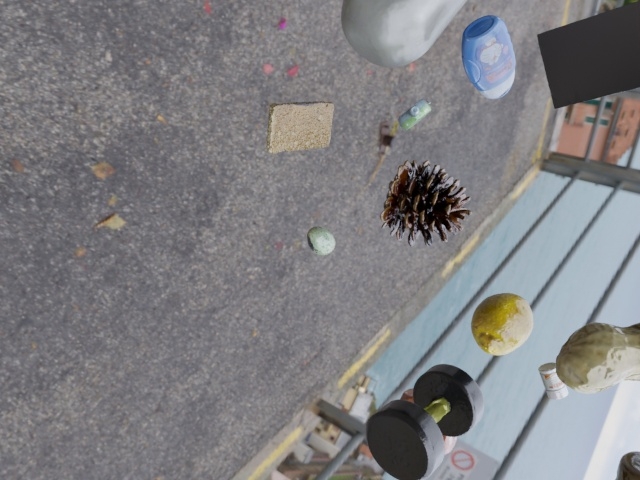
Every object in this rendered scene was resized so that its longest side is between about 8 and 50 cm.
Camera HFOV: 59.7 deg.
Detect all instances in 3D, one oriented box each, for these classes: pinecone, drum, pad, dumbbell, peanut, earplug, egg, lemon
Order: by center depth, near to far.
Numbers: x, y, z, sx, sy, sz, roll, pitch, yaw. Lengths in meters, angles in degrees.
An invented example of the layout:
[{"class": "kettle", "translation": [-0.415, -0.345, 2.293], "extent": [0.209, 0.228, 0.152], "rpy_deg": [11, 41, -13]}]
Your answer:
[{"class": "peanut", "translation": [0.545, 0.201, 1.014], "extent": [0.257, 0.123, 0.123], "rpy_deg": [-10, 123, -14]}, {"class": "pad", "translation": [0.703, -0.454, 1.360], "extent": [0.005, 0.300, 0.202], "rpy_deg": [-38, 112, -49]}, {"class": "dumbbell", "translation": [0.292, 0.488, 1.522], "extent": [0.323, 0.204, 0.203], "rpy_deg": [-20, 124, -48]}, {"class": "pinecone", "translation": [0.300, -0.098, 1.594], "extent": [0.264, 0.264, 0.264], "rpy_deg": [-34, 134, -44]}, {"class": "lemon", "translation": [0.529, 0.242, 1.628], "extent": [0.207, 0.170, 0.169], "rpy_deg": [-24, 128, -40]}, {"class": "earplug", "translation": [0.246, -0.705, 1.629], "extent": [0.394, 0.313, 0.313], "rpy_deg": [-54, 148, 1]}, {"class": "egg", "translation": [0.000, 0.000, 1.773], "extent": [0.110, 0.085, 0.085], "rpy_deg": [41, 72, -43]}, {"class": "drum", "translation": [0.292, -0.405, 1.825], "extent": [0.130, 0.049, 0.253], "rpy_deg": [-37, -179, 28]}]

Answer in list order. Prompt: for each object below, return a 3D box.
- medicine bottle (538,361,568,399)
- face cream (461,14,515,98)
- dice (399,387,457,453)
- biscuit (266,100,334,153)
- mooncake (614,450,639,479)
[{"class": "medicine bottle", "translation": [0.648, 0.390, 1.552], "extent": [0.057, 0.057, 0.089], "rpy_deg": [-24, 95, -50]}, {"class": "face cream", "translation": [0.492, -0.516, 1.618], "extent": [0.149, 0.083, 0.264], "rpy_deg": [-33, 138, 9]}, {"class": "dice", "translation": [0.358, 0.590, 1.832], "extent": [0.174, 0.175, 0.179], "rpy_deg": [7, 84, -63]}, {"class": "biscuit", "translation": [-0.051, -0.299, 1.460], "extent": [0.231, 0.025, 0.130], "rpy_deg": [-15, 121, -46]}, {"class": "mooncake", "translation": [0.792, 0.586, 1.282], "extent": [0.235, 0.235, 0.116], "rpy_deg": [-6, 110, -56]}]
